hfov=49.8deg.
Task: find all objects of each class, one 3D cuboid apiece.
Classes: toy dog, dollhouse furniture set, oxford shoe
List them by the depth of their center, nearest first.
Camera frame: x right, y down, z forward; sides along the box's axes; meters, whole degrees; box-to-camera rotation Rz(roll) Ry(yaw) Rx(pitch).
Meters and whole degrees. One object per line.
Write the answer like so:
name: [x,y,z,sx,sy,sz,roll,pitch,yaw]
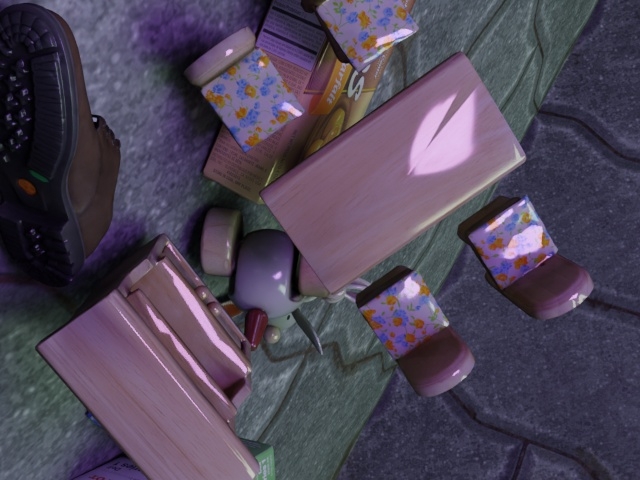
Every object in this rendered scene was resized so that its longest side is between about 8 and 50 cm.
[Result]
oxford shoe: [-0.197,-0.076,0.517,0.096,0.082,0.227,-58,169,-46]
dollhouse furniture set: [0.000,0.000,0.594,0.394,0.362,0.256,-35,-167,2]
toy dog: [-0.061,0.089,0.894,0.334,0.220,0.161,51,46,-58]

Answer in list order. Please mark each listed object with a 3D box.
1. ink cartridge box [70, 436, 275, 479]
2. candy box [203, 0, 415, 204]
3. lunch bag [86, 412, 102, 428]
ink cartridge box: [-0.184,0.326,0.880,0.219,0.160,0.093,-9,101,-59]
candy box: [0.000,-0.198,0.792,0.317,0.087,0.183,-66,161,12]
lunch bag: [-0.182,0.220,0.842,0.096,0.128,0.151,-57,158,-14]
